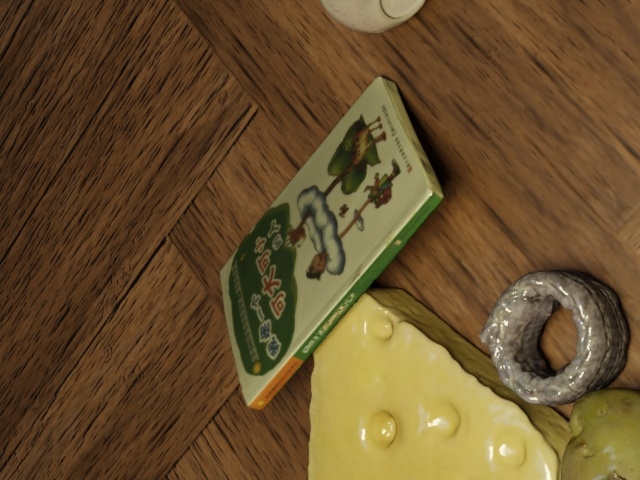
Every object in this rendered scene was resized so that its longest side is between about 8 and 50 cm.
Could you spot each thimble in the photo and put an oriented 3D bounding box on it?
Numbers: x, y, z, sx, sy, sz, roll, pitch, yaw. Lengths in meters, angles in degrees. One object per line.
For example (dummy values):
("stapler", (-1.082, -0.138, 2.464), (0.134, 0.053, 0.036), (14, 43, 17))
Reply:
("thimble", (0.259, 0.105, 1.329), (0.150, 0.097, 0.150), (-1, 89, 37))

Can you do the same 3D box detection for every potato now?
("potato", (0.323, 0.279, 1.238), (0.165, 0.165, 0.262), (-5, 99, 38))

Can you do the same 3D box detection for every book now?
("book", (0.000, 0.000, 1.499), (0.371, 0.043, 0.260), (-51, 31, 24))

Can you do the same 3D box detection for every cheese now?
("cheese", (0.144, 0.249, 1.412), (0.383, 0.104, 0.384), (-1, 88, 40))

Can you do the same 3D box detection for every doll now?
("doll", (0.010, -0.362, 1.514), (0.287, 0.151, 0.151), (36, 111, 37))
